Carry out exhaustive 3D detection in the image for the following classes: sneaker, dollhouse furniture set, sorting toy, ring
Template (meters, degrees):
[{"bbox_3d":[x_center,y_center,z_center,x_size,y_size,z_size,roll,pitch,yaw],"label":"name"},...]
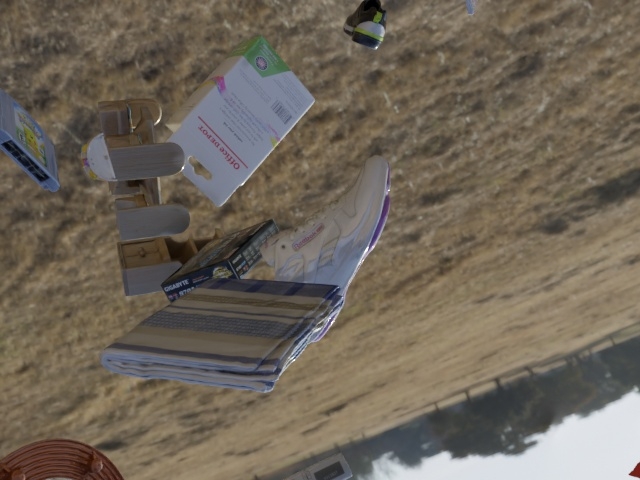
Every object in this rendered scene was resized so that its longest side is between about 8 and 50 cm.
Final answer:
[{"bbox_3d":[0.111,-0.484,1.596,0.084,0.234,0.097,16,111,-14],"label":"sneaker"},{"bbox_3d":[-0.339,-0.098,1.640,0.257,0.362,0.394,-8,116,-17],"label":"dollhouse furniture set"},{"bbox_3d":[0.000,0.000,1.085,0.305,0.152,0.114,-62,180,5],"label":"sneaker"},{"bbox_3d":[-0.388,-0.134,1.236,0.045,0.083,0.075,-21,-169,-33],"label":"sorting toy"},{"bbox_3d":[-0.383,0.460,1.057,0.032,0.336,0.337,-14,169,31],"label":"ring"}]

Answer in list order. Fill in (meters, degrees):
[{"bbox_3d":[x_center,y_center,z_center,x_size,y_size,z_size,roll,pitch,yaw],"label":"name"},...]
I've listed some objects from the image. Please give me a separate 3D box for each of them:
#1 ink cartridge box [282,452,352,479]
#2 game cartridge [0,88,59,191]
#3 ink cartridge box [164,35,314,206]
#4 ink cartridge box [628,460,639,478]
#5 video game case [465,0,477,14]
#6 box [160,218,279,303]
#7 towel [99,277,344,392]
[{"bbox_3d":[-0.064,0.493,1.422,0.189,0.066,0.232,-19,167,-27],"label":"ink cartridge box"},{"bbox_3d":[-0.237,-0.082,0.579,0.017,0.056,0.083,-27,147,1],"label":"game cartridge"},{"bbox_3d":[-0.205,-0.271,1.676,0.353,0.207,0.119,-51,-152,-14],"label":"ink cartridge box"},{"bbox_3d":[0.498,0.244,0.876,0.181,0.056,0.225,6,-169,41],"label":"ink cartridge box"},{"bbox_3d":[0.257,-0.469,1.265,0.011,0.087,0.122,-1,134,25],"label":"video game case"},{"bbox_3d":[-0.199,0.040,1.487,0.175,0.051,0.220,-19,-165,28],"label":"box"},{"bbox_3d":[-0.103,0.103,0.877,0.209,0.034,0.285,4,-165,17],"label":"towel"}]
